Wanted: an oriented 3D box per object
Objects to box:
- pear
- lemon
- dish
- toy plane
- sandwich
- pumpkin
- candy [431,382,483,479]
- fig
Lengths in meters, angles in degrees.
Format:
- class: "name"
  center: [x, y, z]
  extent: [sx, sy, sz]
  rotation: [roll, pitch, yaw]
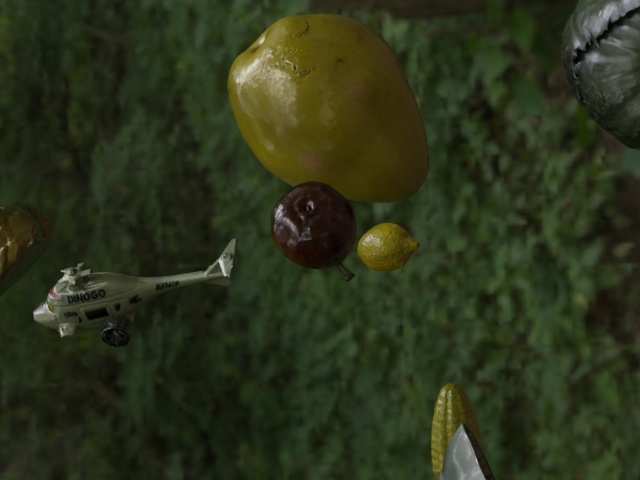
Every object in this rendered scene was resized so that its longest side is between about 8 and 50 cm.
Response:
- class: "pear"
  center: [0.015, -0.191, 1.993]
  extent: [0.336, 0.285, 0.285]
  rotation: [62, -165, -9]
- class: "lemon"
  center: [0.089, 0.009, 1.697]
  extent: [0.065, 0.092, 0.065]
  rotation: [15, -108, -54]
- class: "dish"
  center: [0.200, 0.336, 1.681]
  extent: [0.191, 0.066, 0.191]
  rotation: [63, -174, -13]
- class: "toy plane"
  center: [-0.230, 0.061, 1.592]
  extent: [0.092, 0.286, 0.108]
  rotation: [-83, -22, -46]
- class: "sandwich"
  center: [-0.488, 0.042, 1.859]
  extent: [0.087, 0.226, 0.251]
  rotation: [45, 179, -5]
- class: "pumpkin"
  center: [0.478, -0.259, 1.651]
  extent: [0.328, 0.291, 0.257]
  rotation: [-54, -6, 37]
- class: "candy"
  center: [0.257, 0.367, 2.459]
  extent: [0.106, 0.094, 0.199]
  rotation: [-21, -71, -46]
- class: "fig"
  center: [0.000, 0.000, 1.301]
  extent: [0.125, 0.089, 0.089]
  rotation: [68, -159, -53]
